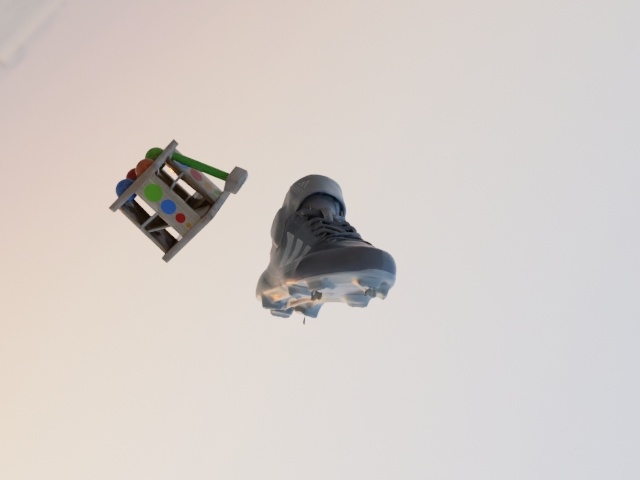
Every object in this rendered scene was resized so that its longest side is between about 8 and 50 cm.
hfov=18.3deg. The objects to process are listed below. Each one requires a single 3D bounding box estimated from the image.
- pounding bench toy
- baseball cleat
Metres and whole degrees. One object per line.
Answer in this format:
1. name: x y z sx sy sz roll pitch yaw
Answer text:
1. pounding bench toy: -0.100 -0.041 1.416 0.083 0.065 0.052 -43 -172 26
2. baseball cleat: 0.000 0.000 1.432 0.206 0.072 0.109 163 -64 -66
